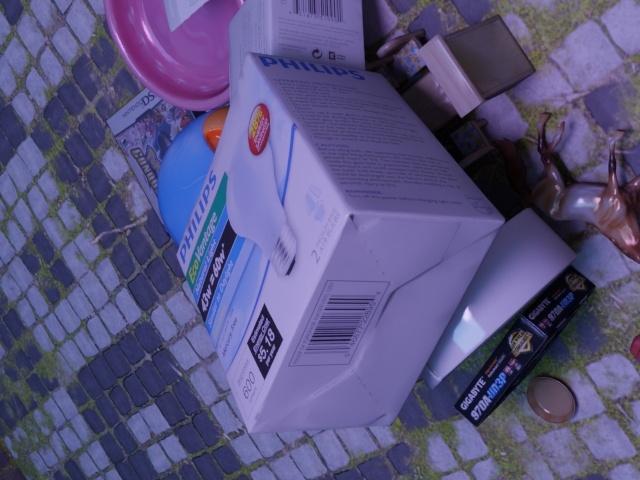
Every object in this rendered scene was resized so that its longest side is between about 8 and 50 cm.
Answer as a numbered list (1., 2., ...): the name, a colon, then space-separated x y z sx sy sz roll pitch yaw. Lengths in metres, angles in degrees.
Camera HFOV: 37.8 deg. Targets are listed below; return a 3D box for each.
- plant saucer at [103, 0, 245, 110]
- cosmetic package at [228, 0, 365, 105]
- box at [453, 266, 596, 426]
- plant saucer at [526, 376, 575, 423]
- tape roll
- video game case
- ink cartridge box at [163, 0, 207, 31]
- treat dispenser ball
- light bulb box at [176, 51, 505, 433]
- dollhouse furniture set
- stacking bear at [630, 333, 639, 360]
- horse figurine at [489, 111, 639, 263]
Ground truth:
1. plant saucer: -0.230 -0.392 1.620 0.332 0.084 0.332 19 127 26
2. cosmetic package: -0.040 -0.291 1.414 0.183 0.151 0.151 148 123 -62
3. box: 0.303 0.159 1.389 0.051 0.175 0.220 40 132 17
4. plant saucer: 0.369 0.252 1.490 0.083 0.015 0.083 19 122 33
5. tape roll: 0.229 0.085 1.338 0.100 0.286 0.286 48 134 11
6. video game case: -0.289 -0.169 1.834 0.248 0.035 0.275 -26 93 45
7. ink cartridge box: -0.117 -0.526 1.400 0.385 0.091 0.308 -24 74 45
8. treat dispenser ball: -0.127 -0.083 1.559 0.288 0.288 0.288 19 122 33
9. light bulb box: 0.000 0.000 1.237 0.361 0.225 0.358 59 135 45
10. dollhouse furniture set: 0.159 -0.200 1.344 0.242 0.161 0.212 -36 86 45
11. stacking bear: 0.524 0.039 1.156 0.175 0.164 0.289 -137 51 -59
12. horse figurine: 0.364 -0.078 1.298 0.263 0.066 0.174 16 115 32
